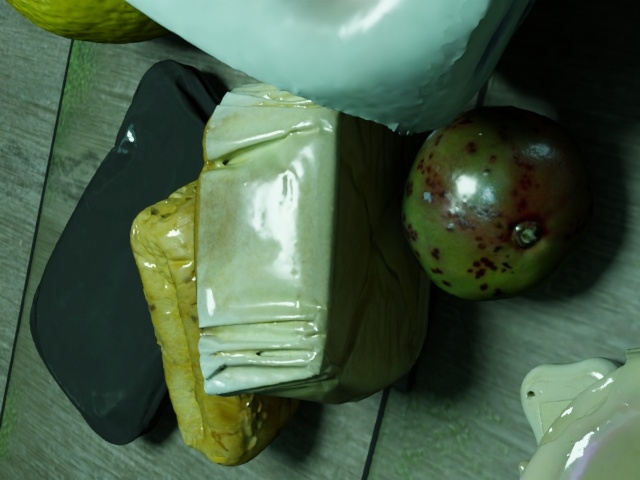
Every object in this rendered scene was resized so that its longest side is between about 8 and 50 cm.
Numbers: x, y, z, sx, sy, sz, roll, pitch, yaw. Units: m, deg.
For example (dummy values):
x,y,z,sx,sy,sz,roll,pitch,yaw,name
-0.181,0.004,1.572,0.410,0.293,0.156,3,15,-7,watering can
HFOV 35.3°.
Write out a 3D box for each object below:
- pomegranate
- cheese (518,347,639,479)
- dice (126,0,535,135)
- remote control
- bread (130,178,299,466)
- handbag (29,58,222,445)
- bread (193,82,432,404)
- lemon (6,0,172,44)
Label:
x,y,z,sx,sy,sz,roll,pitch,yaw,name
0.105,-0.026,0.633,0.130,0.130,0.130,-3,85,41,pomegranate
0.236,0.189,0.524,0.286,0.082,0.163,43,103,17,cheese
0.023,-0.240,0.550,0.268,0.264,0.262,31,115,8,dice
0.166,0.135,0.626,0.074,0.032,0.122,-14,79,40,remote control
-0.070,0.059,0.753,0.083,0.114,0.211,5,117,29,bread
-0.145,0.007,0.881,0.191,0.075,0.332,45,114,31,handbag
-0.001,-0.002,0.674,0.109,0.192,0.210,3,92,28,bread
-0.170,-0.280,0.804,0.267,0.267,0.267,-3,85,41,lemon
